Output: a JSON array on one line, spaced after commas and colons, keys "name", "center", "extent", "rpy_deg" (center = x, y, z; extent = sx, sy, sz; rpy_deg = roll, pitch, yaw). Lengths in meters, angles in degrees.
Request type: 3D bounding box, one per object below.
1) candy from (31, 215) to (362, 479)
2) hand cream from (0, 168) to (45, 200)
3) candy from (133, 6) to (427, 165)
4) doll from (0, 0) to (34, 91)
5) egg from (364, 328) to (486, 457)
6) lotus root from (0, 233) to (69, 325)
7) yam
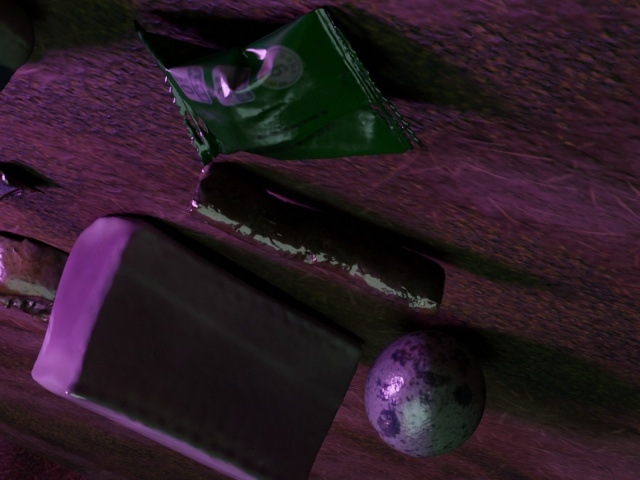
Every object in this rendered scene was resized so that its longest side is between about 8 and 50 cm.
[{"name": "candy", "center": [-0.141, 0.137, 1.758], "extent": [0.359, 0.208, 0.145], "rpy_deg": [30, 166, -32]}, {"name": "hand cream", "center": [-0.368, -0.058, 1.709], "extent": [0.062, 0.039, 0.163], "rpy_deg": [34, 152, -32]}, {"name": "candy", "center": [-0.037, -0.104, 1.137], "extent": [0.203, 0.078, 0.141], "rpy_deg": [0, 154, 36]}, {"name": "doll", "center": [-0.376, -0.169, 1.233], "extent": [0.258, 0.154, 0.228], "rpy_deg": [35, 162, -20]}, {"name": "egg", "center": [0.114, 0.162, 1.662], "extent": [0.132, 0.132, 0.172], "rpy_deg": [18, 152, 8]}, {"name": "lotus root", "center": [-0.362, 0.064, 1.992], "extent": [0.183, 0.078, 0.203], "rpy_deg": [17, 164, 14]}, {"name": "yam", "center": [0.000, 0.000, 1.429], "extent": [0.253, 0.061, 0.061], "rpy_deg": [23, 162, -6]}]
